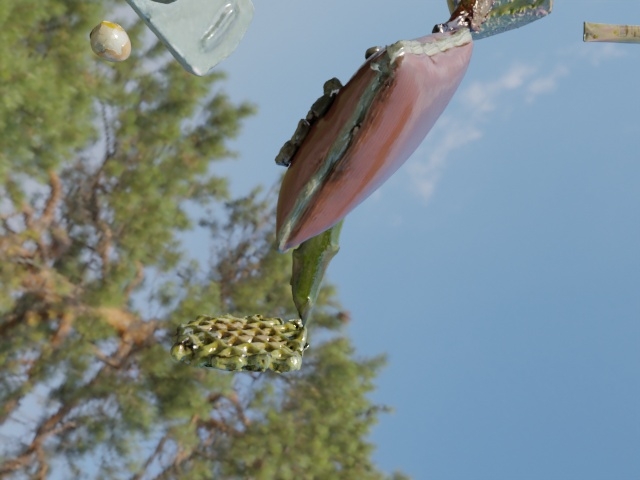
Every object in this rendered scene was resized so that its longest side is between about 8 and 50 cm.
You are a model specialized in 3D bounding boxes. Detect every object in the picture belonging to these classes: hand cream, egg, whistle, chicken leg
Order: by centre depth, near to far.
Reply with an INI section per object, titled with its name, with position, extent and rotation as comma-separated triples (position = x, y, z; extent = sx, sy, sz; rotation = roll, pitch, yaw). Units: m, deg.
[whistle]
position = -0.187, -0.365, 1.145
extent = 0.168, 0.188, 0.405
rotation = -55, 171, -18
[chicken leg]
position = 0.189, -0.296, 1.234
extent = 0.037, 0.062, 0.145
rotation = 25, -114, 28
[egg]
position = -0.401, -0.378, 1.844
extent = 0.071, 0.083, 0.071
rotation = -34, -142, 32
[hand cream]
position = 0.650, -0.458, 2.115
extent = 0.039, 0.143, 0.061
rotation = 83, 13, -61

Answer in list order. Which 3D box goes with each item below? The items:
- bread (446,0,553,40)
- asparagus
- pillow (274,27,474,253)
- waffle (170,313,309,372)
[bread]
position = 0.269, -0.406, 1.499
extent = 0.158, 0.156, 0.261
rotation = -16, -175, 4
[asparagus]
position = -0.001, 0.000, 1.909
extent = 0.085, 0.082, 0.343
rotation = 22, -80, 23
[pillow]
position = 0.034, -0.084, 0.700
extent = 0.171, 0.075, 0.179
rotation = -54, 172, 27
[waffle]
position = -0.170, 0.220, 2.069
extent = 0.317, 0.297, 0.073
rotation = -70, 164, -79
